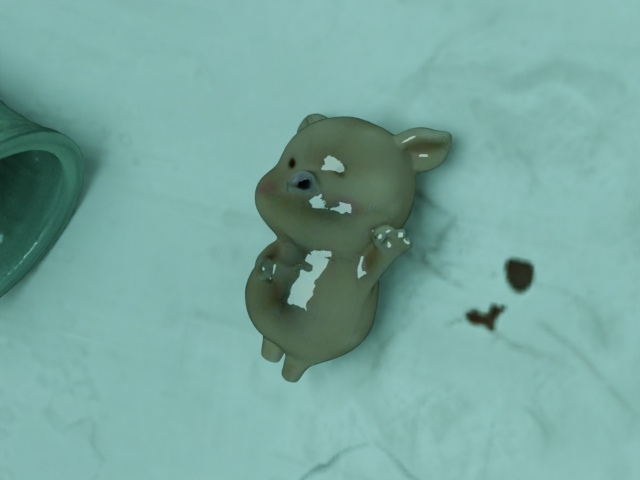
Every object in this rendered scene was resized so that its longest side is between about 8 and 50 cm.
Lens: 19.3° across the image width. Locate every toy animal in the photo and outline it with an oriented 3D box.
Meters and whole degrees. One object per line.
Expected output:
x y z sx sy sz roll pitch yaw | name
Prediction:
0.002 0.000 0.957 0.083 0.089 0.150 23 100 2 | toy animal

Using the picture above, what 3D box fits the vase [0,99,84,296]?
-0.282 -0.095 1.055 0.299 0.143 0.143 42 110 21 | vase
